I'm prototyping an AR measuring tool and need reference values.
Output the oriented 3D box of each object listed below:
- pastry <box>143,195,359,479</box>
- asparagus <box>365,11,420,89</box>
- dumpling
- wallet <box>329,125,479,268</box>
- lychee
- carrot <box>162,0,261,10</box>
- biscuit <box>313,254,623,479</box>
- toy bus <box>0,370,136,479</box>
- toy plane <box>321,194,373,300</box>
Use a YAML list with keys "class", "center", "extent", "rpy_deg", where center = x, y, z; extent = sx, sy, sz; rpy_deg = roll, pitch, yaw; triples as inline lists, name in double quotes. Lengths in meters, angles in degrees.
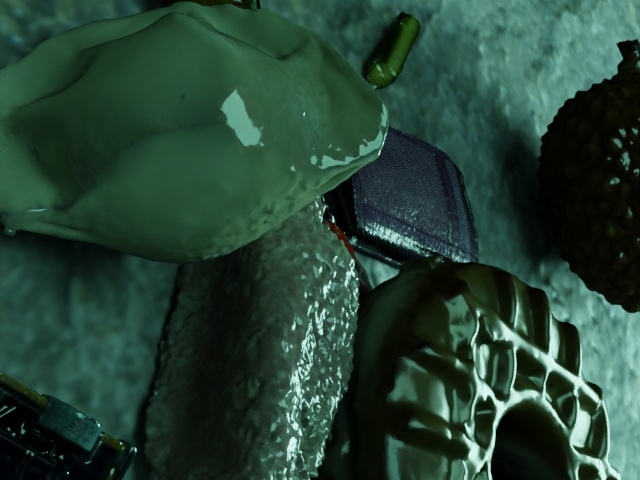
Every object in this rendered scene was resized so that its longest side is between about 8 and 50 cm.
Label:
- class: "pastry"
  center: [-0.038, 0.067, 0.942]
  extent: [0.112, 0.103, 0.265]
  rpy_deg: [40, 46, -47]
- class: "asparagus"
  center: [0.060, -0.155, 1.254]
  extent: [0.025, 0.021, 0.108]
  rpy_deg: [54, 38, -22]
- class: "dumpling"
  center: [-0.081, -0.074, 0.896]
  extent: [0.126, 0.216, 0.166]
  rpy_deg: [52, 18, -58]
- class: "wallet"
  center: [0.063, -0.034, 1.191]
  extent: [0.166, 0.030, 0.111]
  rpy_deg: [21, 57, -49]
- class: "lychee"
  center: [0.279, -0.057, 1.369]
  extent: [0.200, 0.200, 0.238]
  rpy_deg: [6, 82, -53]
- class: "carrot"
  center: [-0.082, -0.201, 1.042]
  extent: [0.070, 0.070, 0.260]
  rpy_deg: [8, 67, -53]
- class: "biscuit"
  center: [0.105, 0.176, 1.065]
  extent: [0.332, 0.103, 0.332]
  rpy_deg: [22, 63, -53]
- class: "toy bus"
  center: [-0.186, 0.082, 0.719]
  extent: [0.182, 0.103, 0.091]
  rpy_deg: [39, 75, -38]
- class: "toy plane"
  center: [0.000, 0.000, 1.082]
  extent: [0.145, 0.037, 0.060]
  rpy_deg: [57, 32, -22]
